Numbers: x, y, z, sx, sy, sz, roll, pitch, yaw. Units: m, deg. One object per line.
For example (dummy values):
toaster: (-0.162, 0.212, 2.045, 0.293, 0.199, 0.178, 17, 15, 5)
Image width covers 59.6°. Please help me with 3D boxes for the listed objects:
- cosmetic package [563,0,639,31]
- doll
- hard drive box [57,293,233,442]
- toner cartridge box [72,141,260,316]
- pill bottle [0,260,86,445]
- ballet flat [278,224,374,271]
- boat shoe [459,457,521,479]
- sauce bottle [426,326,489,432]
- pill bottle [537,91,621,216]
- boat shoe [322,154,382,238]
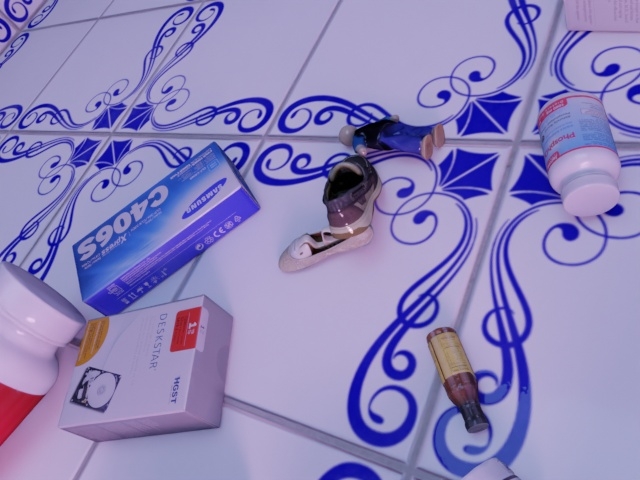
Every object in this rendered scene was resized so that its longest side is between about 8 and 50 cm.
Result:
cosmetic package: (0.482, -0.423, 0.843, 0.184, 0.151, 0.151, 16, 68, 37)
doll: (0.106, -0.174, 0.942, 0.189, 0.046, 0.129, 15, 46, 39)
hard drive box: (-0.262, 0.199, 0.859, 0.232, 0.089, 0.181, -14, 52, 20)
toner cartridge box: (-0.295, -0.024, 1.047, 0.348, 0.075, 0.165, -36, 49, 1)
pill bottle: (-0.596, 0.243, 0.921, 0.229, 0.229, 0.407, 29, 75, 40)
ballet flat: (0.000, 0.000, 0.877, 0.168, 0.052, 0.057, -21, 50, 15)
boat shoe: (0.099, 0.349, 0.540, 0.301, 0.108, 0.102, -37, 45, -9)
sauce bottle: (0.165, 0.166, 0.672, 0.042, 0.042, 0.128, -24, 51, 13)
pill bottle: (0.343, -0.114, 0.742, 0.087, 0.087, 0.160, -11, 52, 23)
boat shoe: (0.047, -0.088, 0.860, 0.080, 0.073, 0.223, -10, 32, 16)
